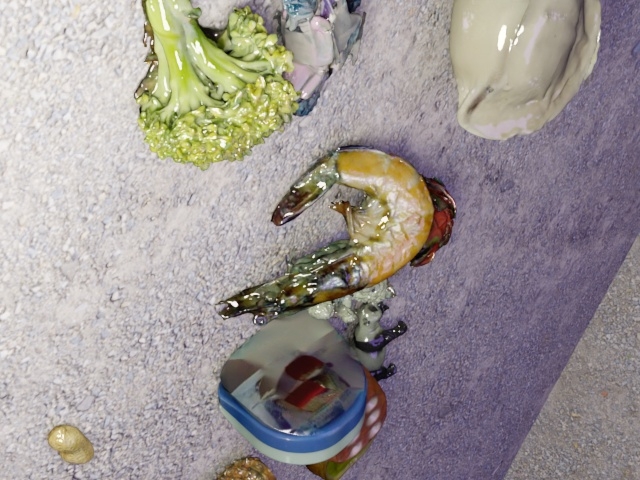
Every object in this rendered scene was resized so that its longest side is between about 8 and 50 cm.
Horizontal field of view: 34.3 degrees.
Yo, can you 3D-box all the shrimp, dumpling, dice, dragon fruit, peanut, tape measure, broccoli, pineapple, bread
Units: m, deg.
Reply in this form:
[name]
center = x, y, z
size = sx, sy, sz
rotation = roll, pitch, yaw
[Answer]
[shrimp]
center = 0.000, 0.000, 1.843
size = 0.445, 0.085, 0.272
rotation = -30, 117, -8
[dumpling]
center = 0.388, -0.367, 1.877
size = 0.315, 0.233, 0.395
rotation = 13, 92, -25
[dice]
center = 0.026, 0.355, 2.207
size = 0.174, 0.179, 0.175
rotation = -39, 149, -26
[dragon fruit]
center = 0.180, -0.037, 2.042
size = 0.188, 0.182, 0.182
rotation = -28, 142, -21
[peanut]
center = -0.406, 0.332, 1.688
size = 0.054, 0.054, 0.113
rotation = -47, 147, -14
[tape measure]
center = -0.038, 0.292, 1.988
size = 0.259, 0.262, 0.138
rotation = -37, 156, -28
[broccoli]
center = -0.133, -0.210, 1.400
size = 0.242, 0.180, 0.273
rotation = -41, 147, -22
[pineapple]
center = -0.226, 0.566, 2.112
size = 0.310, 0.141, 0.170
rotation = -31, 148, -23
[bread]
center = 0.056, 0.469, 2.473
size = 0.236, 0.070, 0.236
rotation = -37, 147, -30

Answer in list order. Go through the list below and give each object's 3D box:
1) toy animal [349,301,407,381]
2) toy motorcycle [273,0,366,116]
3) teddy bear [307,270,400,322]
[toy animal]
center = 0.114, 0.220, 2.292
size = 0.121, 0.094, 0.225
rotation = -22, 139, -31
[toy motorcycle]
center = -0.021, -0.315, 1.539
size = 0.204, 0.108, 0.239
rotation = 18, 80, -64
[teddy bear]
center = 0.042, 0.096, 2.024
size = 0.213, 0.111, 0.133
rotation = -6, 83, -33
